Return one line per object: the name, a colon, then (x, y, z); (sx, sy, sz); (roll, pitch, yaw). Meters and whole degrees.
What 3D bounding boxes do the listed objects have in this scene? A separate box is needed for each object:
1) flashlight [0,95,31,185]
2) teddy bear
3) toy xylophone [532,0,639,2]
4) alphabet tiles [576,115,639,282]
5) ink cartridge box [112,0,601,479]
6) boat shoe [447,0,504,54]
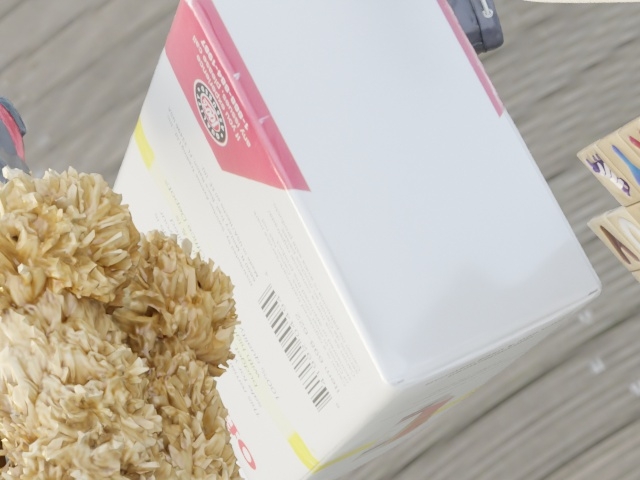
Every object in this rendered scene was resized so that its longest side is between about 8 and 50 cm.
flashlight: (-0.221, -0.044, 1.091); (0.103, 0.103, 0.304); (0, 6, -9)
teddy bear: (-0.075, 0.138, 0.677); (0.113, 0.245, 0.338); (-5, 52, 18)
toy xylophone: (0.037, -0.135, 0.683); (0.236, 0.322, 0.081); (4, 96, 39)
alphabet tiles: (0.213, 0.020, 0.966); (0.009, 0.198, 0.237); (-43, 1, -9)
ink cartridge box: (0.000, 0.000, 1.264); (0.160, 0.385, 0.279); (-24, 79, -21)
boat shoe: (0.099, -0.225, 1.370); (0.065, 0.075, 0.206); (-5, 66, 3)
